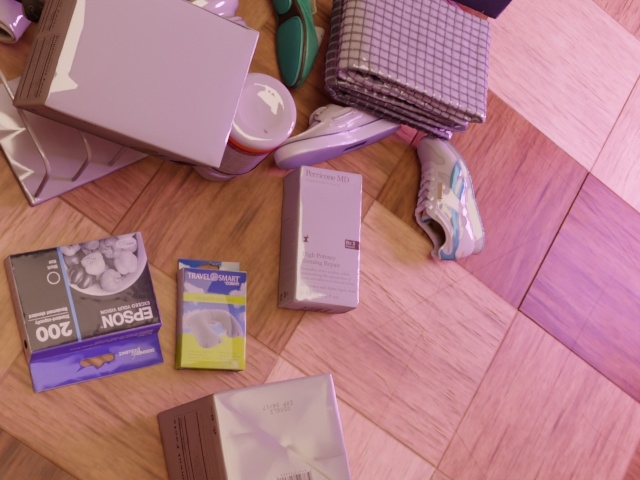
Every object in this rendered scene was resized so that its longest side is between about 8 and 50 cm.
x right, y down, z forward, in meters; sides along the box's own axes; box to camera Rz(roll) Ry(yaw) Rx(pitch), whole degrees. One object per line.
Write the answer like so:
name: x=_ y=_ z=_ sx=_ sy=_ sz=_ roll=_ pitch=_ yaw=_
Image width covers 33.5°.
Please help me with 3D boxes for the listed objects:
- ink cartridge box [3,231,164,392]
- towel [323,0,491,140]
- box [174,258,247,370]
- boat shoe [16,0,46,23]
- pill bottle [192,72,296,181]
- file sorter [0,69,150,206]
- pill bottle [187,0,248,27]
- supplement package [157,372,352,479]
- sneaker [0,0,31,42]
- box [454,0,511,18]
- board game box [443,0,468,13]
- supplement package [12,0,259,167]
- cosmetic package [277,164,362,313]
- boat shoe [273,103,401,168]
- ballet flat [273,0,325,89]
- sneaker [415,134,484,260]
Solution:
ink cartridge box: x=-0.349 y=0.105 z=1.601 sx=0.206 sy=0.045 sz=0.208 roll=-12 pitch=83 yaw=-26
towel: x=0.147 y=-0.316 z=1.817 sx=0.284 sy=0.121 sz=0.235 roll=19 pitch=59 yaw=-20
box: x=-0.172 y=0.115 z=1.675 sx=0.109 sy=0.042 sz=0.178 roll=5 pitch=76 yaw=-22
boat shoe: x=-0.404 y=-0.349 z=1.552 sx=0.223 sy=0.080 sz=0.073 roll=37 pitch=78 yaw=20
pill bottle: x=-0.130 y=-0.169 z=1.663 sx=0.121 sy=0.221 sz=0.121 roll=6 pitch=75 yaw=-22
file sorter: x=-0.344 y=-0.209 z=1.610 sx=0.278 sy=0.173 sz=0.192 roll=-27 pitch=89 yaw=-27
pill bottle: x=-0.233 y=-0.406 z=1.713 sx=0.161 sy=0.161 sz=0.283 roll=-31 pitch=91 yaw=-26
supplement package: x=-0.101 y=0.304 z=1.517 sx=0.178 sy=0.293 sz=0.175 roll=-7 pitch=79 yaw=-24
sneaker: x=-0.552 y=-0.425 z=1.611 sx=0.292 sy=0.108 sz=0.169 roll=34 pitch=63 yaw=-13
box: x=0.239 y=-0.606 z=1.922 sx=0.294 sy=0.183 sz=0.296 roll=17 pitch=57 yaw=-20
board game box: x=0.168 y=-0.419 z=1.950 sx=0.193 sy=0.045 sz=0.146 roll=42 pitch=65 yaw=-8
supplement package: x=-0.251 y=-0.235 z=1.459 sx=0.262 sy=0.145 sz=0.204 roll=19 pitch=85 yaw=-32
cosmetic package: x=0.000 y=0.000 z=1.754 sx=0.117 sy=0.085 sz=0.231 roll=7 pitch=76 yaw=-22
boat shoe: x=0.019 y=-0.190 z=1.814 sx=0.258 sy=0.095 sz=0.084 roll=-20 pitch=81 yaw=-36
ballet flat: x=-0.034 y=-0.382 z=1.839 sx=0.087 sy=0.083 sz=0.247 roll=-5 pitch=81 yaw=-38
sneaker: x=0.211 y=-0.077 z=1.862 sx=0.092 sy=0.087 sz=0.228 roll=-14 pitch=81 yaw=-23
